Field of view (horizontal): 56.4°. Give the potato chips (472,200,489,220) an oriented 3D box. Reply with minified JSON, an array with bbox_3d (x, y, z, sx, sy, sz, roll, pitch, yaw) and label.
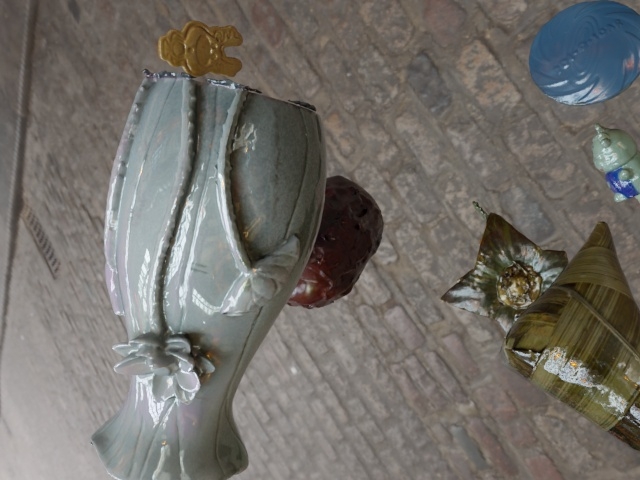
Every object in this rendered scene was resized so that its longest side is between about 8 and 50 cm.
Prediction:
[{"bbox_3d":[0.555,-0.086,2.006,0.028,0.207,0.092,-39,62,16],"label":"potato chips"}]

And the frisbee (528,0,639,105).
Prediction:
[{"bbox_3d":[0.674,-0.483,1.511,0.289,0.049,0.290,-8,74,28],"label":"frisbee"}]

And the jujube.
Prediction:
[{"bbox_3d":[0.000,0.000,1.296,0.258,0.377,0.259,8,126,11],"label":"jujube"}]

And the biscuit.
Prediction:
[{"bbox_3d":[-0.320,-0.517,1.615,0.040,0.236,0.144,25,118,53],"label":"biscuit"}]

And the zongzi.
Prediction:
[{"bbox_3d":[0.447,0.134,0.864,0.286,0.288,0.134,35,161,20],"label":"zongzi"}]

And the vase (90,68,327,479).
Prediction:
[{"bbox_3d":[-0.132,0.052,0.683,0.249,0.249,0.446,19,100,43],"label":"vase"}]

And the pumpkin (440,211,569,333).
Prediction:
[{"bbox_3d":[0.455,0.114,1.376,0.290,0.095,0.258,32,101,17],"label":"pumpkin"}]

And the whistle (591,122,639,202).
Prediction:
[{"bbox_3d":[0.631,-0.138,1.227,0.092,0.110,0.244,-33,97,32],"label":"whistle"}]
